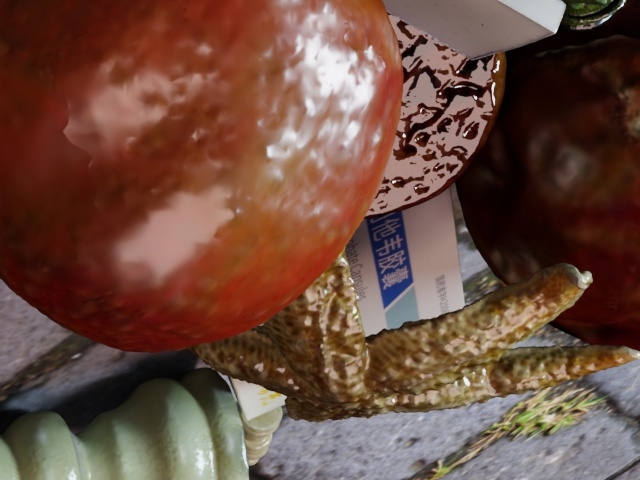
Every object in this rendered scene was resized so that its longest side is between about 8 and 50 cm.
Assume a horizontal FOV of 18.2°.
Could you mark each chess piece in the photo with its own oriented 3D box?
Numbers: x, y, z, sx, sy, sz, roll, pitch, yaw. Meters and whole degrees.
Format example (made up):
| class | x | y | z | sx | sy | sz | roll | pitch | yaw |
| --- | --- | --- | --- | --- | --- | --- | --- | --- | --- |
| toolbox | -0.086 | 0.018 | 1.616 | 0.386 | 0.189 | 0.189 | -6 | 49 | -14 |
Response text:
| class | x | y | z | sx | sy | sz | roll | pitch | yaw |
| --- | --- | --- | --- | --- | --- | --- | --- | --- | --- |
| chess piece | -0.195 | 0.182 | 1.536 | 0.251 | 0.144 | 0.144 | -6 | 145 | -22 |
| chess piece | -0.056 | 0.168 | 1.713 | 0.035 | 0.035 | 0.092 | -16 | 152 | -19 |

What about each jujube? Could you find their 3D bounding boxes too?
| class | x | y | z | sx | sy | sz | roll | pitch | yaw |
| --- | --- | --- | --- | --- | --- | --- | --- | --- | --- |
| jujube | 0.282 | -0.056 | 1.410 | 0.377 | 0.276 | 0.276 | -16 | 149 | -26 |

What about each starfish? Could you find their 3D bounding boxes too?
| class | x | y | z | sx | sy | sz | roll | pitch | yaw |
| --- | --- | --- | --- | --- | --- | --- | --- | --- | --- |
| starfish | 0.020 | 0.069 | 1.350 | 0.375 | 0.094 | 0.327 | 12 | 155 | -12 |

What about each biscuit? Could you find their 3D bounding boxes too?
| class | x | y | z | sx | sy | sz | roll | pitch | yaw |
| --- | --- | --- | --- | --- | --- | --- | --- | --- | --- |
| biscuit | 0.032 | -0.103 | 1.270 | 0.192 | 0.049 | 0.192 | -5 | 117 | -11 |

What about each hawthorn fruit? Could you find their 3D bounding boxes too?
| class | x | y | z | sx | sy | sz | roll | pitch | yaw |
| --- | --- | --- | --- | --- | --- | --- | --- | --- | --- |
| hawthorn fruit | -0.071 | -0.104 | 1.051 | 0.330 | 0.287 | 0.287 | -41 | 148 | 10 |

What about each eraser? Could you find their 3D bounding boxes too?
| class | x | y | z | sx | sy | sz | roll | pitch | yaw |
| --- | --- | --- | --- | --- | --- | --- | --- | --- | --- |
| eraser | 0.057 | -0.156 | 1.172 | 0.150 | 0.023 | 0.104 | 27 | 166 | -21 |

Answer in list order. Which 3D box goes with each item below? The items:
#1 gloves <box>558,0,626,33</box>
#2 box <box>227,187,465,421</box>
| class | x | y | z | sx | sy | sz | roll | pitch | yaw |
| --- | --- | --- | --- | --- | --- | --- | --- | --- | --- |
| gloves | 0.138 | -0.204 | 1.188 | 0.107 | 0.135 | 0.268 | -28 | 160 | 14 |
| box | 0.000 | 0.000 | 1.458 | 0.200 | 0.065 | 0.343 | -24 | 150 | -6 |
